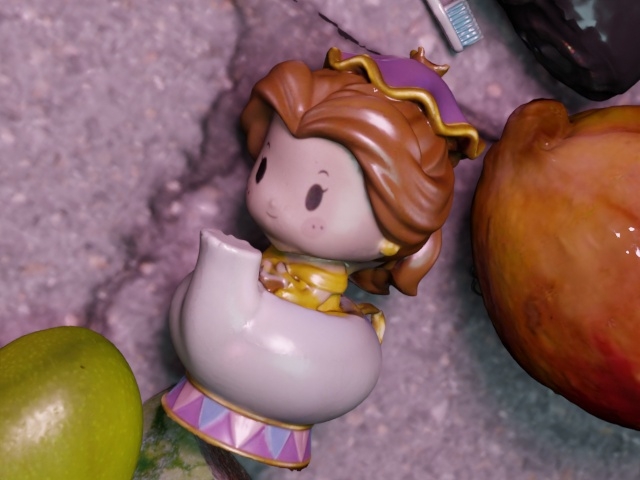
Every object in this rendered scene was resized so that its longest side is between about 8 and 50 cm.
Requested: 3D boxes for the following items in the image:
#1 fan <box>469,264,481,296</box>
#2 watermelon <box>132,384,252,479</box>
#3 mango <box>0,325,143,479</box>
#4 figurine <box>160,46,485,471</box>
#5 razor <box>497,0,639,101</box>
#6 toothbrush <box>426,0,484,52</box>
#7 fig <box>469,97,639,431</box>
[{"bbox_3d":[0.141,0.021,1.174,0.083,0.004,0.056,18,100,-25],"label":"fan"},{"bbox_3d":[-0.090,0.168,1.116,0.098,0.121,0.158,-35,161,10],"label":"watermelon"},{"bbox_3d":[-0.234,0.156,1.008,0.293,0.143,0.175,-29,105,-21],"label":"mango"},{"bbox_3d":[0.000,0.000,1.043,0.189,0.142,0.263,13,102,-56],"label":"figurine"},{"bbox_3d":[0.233,-0.249,1.062,0.327,0.107,0.189,-43,116,-3],"label":"razor"},{"bbox_3d":[0.040,-0.230,1.046,0.026,0.022,0.263,-25,115,4],"label":"toothbrush"},{"bbox_3d":[0.215,0.019,1.085,0.263,0.224,0.224,11,103,-8],"label":"fig"}]
